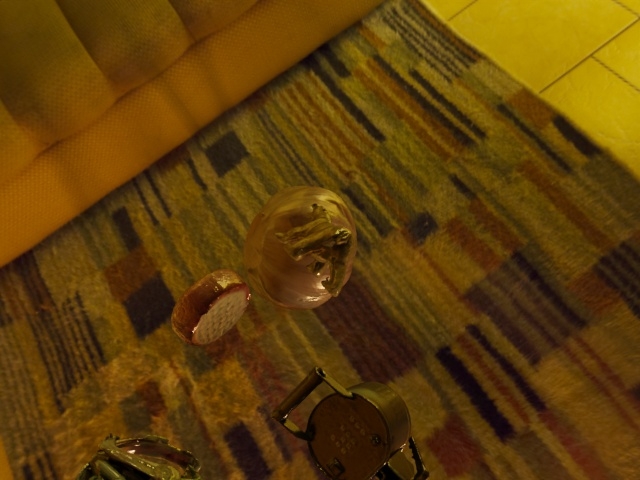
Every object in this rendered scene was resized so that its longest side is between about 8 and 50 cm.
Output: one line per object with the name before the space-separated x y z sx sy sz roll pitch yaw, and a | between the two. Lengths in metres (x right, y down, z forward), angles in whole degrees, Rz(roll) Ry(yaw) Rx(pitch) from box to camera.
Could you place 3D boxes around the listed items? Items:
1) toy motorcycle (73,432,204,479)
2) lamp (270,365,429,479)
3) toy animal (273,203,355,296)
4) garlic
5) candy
toy motorcycle | -0.365 0.545 1.073 0.182 0.319 0.241 -41 25 35
lamp | 0.094 0.454 1.181 0.374 0.272 0.205 42 99 5
toy animal | 0.000 0.000 0.783 0.103 0.218 0.101 43 89 -16
garlic | -0.039 0.018 1.121 0.317 0.259 0.317 -15 72 55
candy | -0.133 0.082 0.586 0.043 0.103 0.103 40 82 22
